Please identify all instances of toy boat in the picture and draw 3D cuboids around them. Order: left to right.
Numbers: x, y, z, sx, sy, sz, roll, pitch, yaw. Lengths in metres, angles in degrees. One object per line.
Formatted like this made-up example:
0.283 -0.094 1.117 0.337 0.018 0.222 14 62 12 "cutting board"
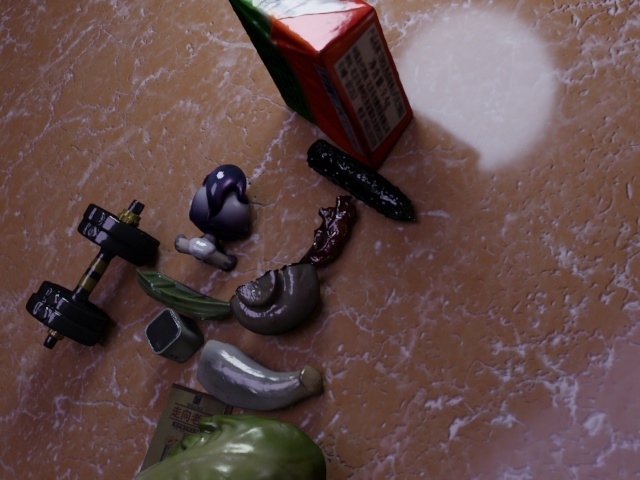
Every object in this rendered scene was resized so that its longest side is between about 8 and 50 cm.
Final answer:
-0.287 0.122 1.763 0.293 0.093 0.055 16 96 36 "toy boat"

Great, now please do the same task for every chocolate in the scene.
0.005 -0.364 1.655 0.161 0.360 0.341 -42 53 -7 "chocolate"

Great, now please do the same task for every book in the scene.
-0.278 0.418 1.662 0.161 0.026 0.230 10 74 34 "book"

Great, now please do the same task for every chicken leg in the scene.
0.006 0.001 1.664 0.089 0.048 0.219 25 83 40 "chicken leg"

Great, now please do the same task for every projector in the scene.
-0.311 0.203 1.744 0.083 0.082 0.083 -42 54 9 "projector"

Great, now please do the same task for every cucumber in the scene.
0.084 -0.119 1.658 0.300 0.072 0.072 35 89 37 "cucumber"

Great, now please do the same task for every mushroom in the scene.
-0.126 0.274 1.596 0.270 0.103 0.118 12 79 25 "mushroom"
-0.079 0.122 1.611 0.188 0.141 0.117 -33 77 18 "mushroom"

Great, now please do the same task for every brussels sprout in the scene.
-0.145 0.425 1.420 0.328 0.328 0.247 -35 46 13 "brussels sprout"

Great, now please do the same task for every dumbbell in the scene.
-0.515 0.076 1.864 0.185 0.185 0.388 28 85 37 "dumbbell"

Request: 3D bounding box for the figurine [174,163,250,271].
-0.227 -0.059 1.775 0.145 0.145 0.222 16 83 36 "figurine"
